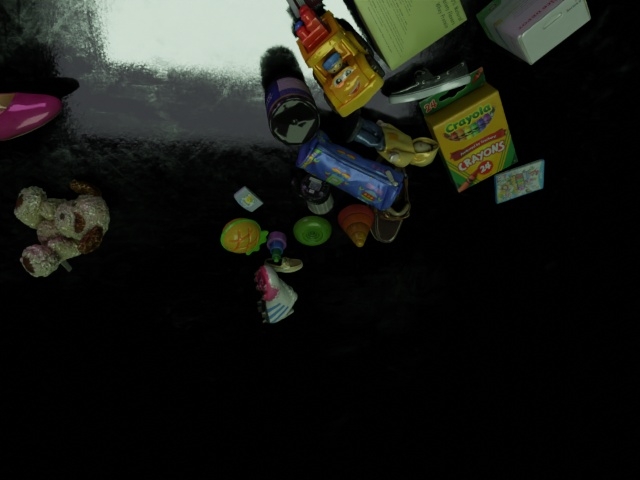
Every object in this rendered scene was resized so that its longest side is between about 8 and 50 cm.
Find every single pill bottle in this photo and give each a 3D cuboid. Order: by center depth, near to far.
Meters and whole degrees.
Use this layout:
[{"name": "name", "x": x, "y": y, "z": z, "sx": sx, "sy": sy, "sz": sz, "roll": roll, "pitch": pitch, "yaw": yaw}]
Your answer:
[{"name": "pill bottle", "x": -0.075, "y": -0.335, "z": 1.088, "sx": 0.123, "sy": 0.219, "sz": 0.122, "roll": -6, "pitch": 129, "yaw": -7}]

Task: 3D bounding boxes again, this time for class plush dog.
[{"name": "plush dog", "x": -0.686, "y": -0.040, "z": 1.223, "sx": 0.226, "sy": 0.262, "sz": 0.211, "roll": -23, "pitch": 163, "yaw": 19}]

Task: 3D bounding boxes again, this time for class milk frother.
[{"name": "milk frother", "x": -0.005, "y": -0.174, "z": 1.320, "sx": 0.143, "sy": 0.129, "sz": 0.134, "roll": -49, "pitch": 165, "yaw": -8}]

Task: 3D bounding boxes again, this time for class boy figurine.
[{"name": "boy figurine", "x": 0.205, "y": -0.271, "z": 1.223, "sx": 0.286, "sy": 0.177, "sz": 0.092, "roll": 17, "pitch": 132, "yaw": -18}]

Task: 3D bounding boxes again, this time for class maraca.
[{"name": "maraca", "x": -0.241, "y": -0.009, "z": 1.398, "sx": 0.127, "sy": 0.099, "sz": 0.186, "roll": -45, "pitch": 148, "yaw": 10}]

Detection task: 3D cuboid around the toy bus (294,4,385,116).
[{"name": "toy bus", "x": 0.025, "y": -0.430, "z": 1.011, "sx": 0.150, "sy": 0.220, "sz": 0.211, "roll": -35, "pitch": 138, "yaw": 22}]

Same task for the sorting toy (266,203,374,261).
[{"name": "sorting toy", "x": 0.000, "y": 0.000, "z": 1.402, "sx": 0.366, "sy": 0.126, "sz": 0.127, "roll": -14, "pitch": 136, "yaw": 10}]

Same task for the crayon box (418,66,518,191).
[{"name": "crayon box", "x": 0.443, "y": -0.317, "z": 1.303, "sx": 0.202, "sy": 0.081, "sz": 0.318, "roll": -29, "pitch": 128, "yaw": 12}]

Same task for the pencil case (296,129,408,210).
[{"name": "pencil case", "x": 0.088, "y": -0.192, "z": 1.208, "sx": 0.306, "sy": 0.119, "sz": 0.133, "roll": 25, "pitch": 165, "yaw": -14}]

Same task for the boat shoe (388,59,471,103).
[{"name": "boat shoe", "x": 0.291, "y": -0.432, "z": 1.186, "sx": 0.229, "sy": 0.080, "sz": 0.076, "roll": -15, "pitch": 109, "yaw": 5}]

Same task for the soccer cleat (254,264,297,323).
[{"name": "soccer cleat", "x": -0.151, "y": 0.179, "z": 1.547, "sx": 0.143, "sy": 0.116, "sz": 0.331, "roll": -16, "pitch": 147, "yaw": -17}]

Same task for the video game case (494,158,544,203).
[{"name": "video game case", "x": 0.676, "y": -0.199, "z": 1.489, "sx": 0.167, "sy": 0.015, "sz": 0.119, "roll": -19, "pitch": 129, "yaw": 3}]

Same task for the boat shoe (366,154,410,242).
[{"name": "boat shoe", "x": 0.222, "y": -0.114, "z": 1.391, "sx": 0.124, "sy": 0.123, "sz": 0.341, "roll": -4, "pitch": 129, "yaw": -9}]

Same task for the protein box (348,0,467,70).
[{"name": "protein box", "x": 0.192, "y": -0.555, "z": 1.022, "sx": 0.201, "sy": 0.135, "sz": 0.200, "roll": -31, "pitch": 127, "yaw": 14}]

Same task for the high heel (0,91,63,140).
[{"name": "high heel", "x": -0.804, "y": -0.324, "z": 0.996, "sx": 0.378, "sy": 0.127, "sz": 0.181, "roll": -11, "pitch": 140, "yaw": 1}]

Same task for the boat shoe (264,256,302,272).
[{"name": "boat shoe", "x": -0.129, "y": 0.081, "z": 1.521, "sx": 0.136, "sy": 0.050, "sz": 0.045, "roll": -6, "pitch": 135, "yaw": -7}]

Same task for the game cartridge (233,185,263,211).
[{"name": "game cartridge", "x": -0.225, "y": -0.126, "z": 1.357, "sx": 0.056, "sy": 0.017, "sz": 0.083, "roll": -34, "pitch": 127, "yaw": 20}]

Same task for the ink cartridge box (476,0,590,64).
[{"name": "ink cartridge box", "x": 0.502, "y": -0.538, "z": 1.051, "sx": 0.154, "sy": 0.212, "sz": 0.093, "roll": -38, "pitch": 126, "yaw": 18}]

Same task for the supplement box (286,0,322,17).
[{"name": "supplement box", "x": 0.009, "y": -0.625, "z": 0.962, "sx": 0.240, "sy": 0.073, "sz": 0.130, "roll": -29, "pitch": 135, "yaw": 12}]
